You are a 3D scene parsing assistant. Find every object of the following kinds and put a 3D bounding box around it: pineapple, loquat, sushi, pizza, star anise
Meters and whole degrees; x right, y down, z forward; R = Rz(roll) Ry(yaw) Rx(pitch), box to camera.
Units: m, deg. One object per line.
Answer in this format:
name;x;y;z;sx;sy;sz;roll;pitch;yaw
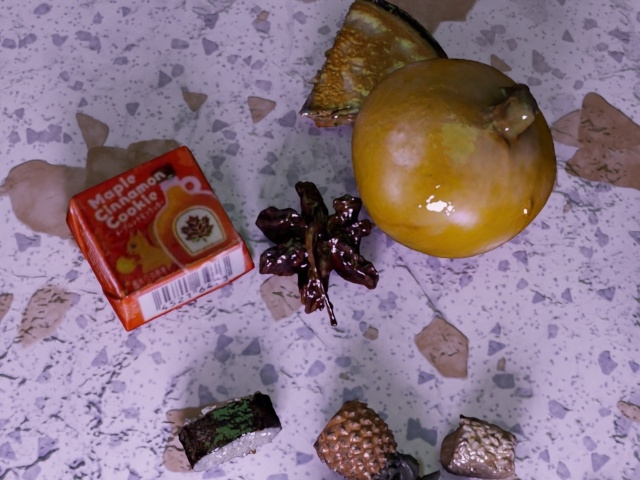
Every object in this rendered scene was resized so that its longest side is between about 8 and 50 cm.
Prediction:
pineapple;0.124;0.350;1.790;0.277;0.119;0.130;41;76;13
loquat;0.222;-0.137;1.900;0.328;0.359;0.328;12;65;-27
sushi;-0.136;0.283;1.824;0.150;0.090;0.078;-22;65;-11
pizza;0.115;-0.273;2.099;0.251;0.074;0.288;25;67;8
star anise;0.000;0.000;1.943;0.220;0.126;0.190;36;65;16

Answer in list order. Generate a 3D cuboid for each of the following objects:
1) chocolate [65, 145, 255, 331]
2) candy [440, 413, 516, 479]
chocolate;-0.259;-0.012;1.941;0.237;0.108;0.235;-26;68;-13
candy;0.238;0.315;1.827;0.110;0.095;0.085;16;62;-2
